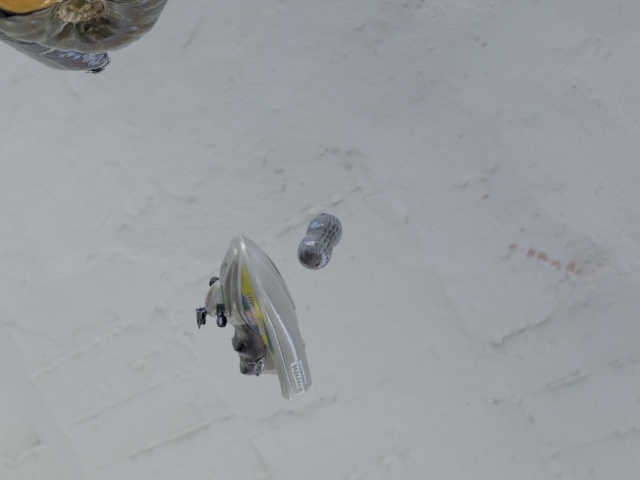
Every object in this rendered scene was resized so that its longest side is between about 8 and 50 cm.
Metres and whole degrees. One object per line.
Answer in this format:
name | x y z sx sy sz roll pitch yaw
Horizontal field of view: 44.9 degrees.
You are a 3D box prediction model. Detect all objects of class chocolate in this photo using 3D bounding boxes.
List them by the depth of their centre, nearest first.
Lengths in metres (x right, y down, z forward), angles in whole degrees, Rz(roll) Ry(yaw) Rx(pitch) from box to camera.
chocolate | 0.000 0.000 1.512 0.072 0.167 0.072 6 -61 11

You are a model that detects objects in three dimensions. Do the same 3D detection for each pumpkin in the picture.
pumpkin | -0.385 -0.426 1.229 0.325 0.232 0.242 -6 -94 -7

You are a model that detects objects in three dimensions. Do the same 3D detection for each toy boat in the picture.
toy boat | -0.096 0.112 1.115 0.141 0.140 0.269 -6 -45 28

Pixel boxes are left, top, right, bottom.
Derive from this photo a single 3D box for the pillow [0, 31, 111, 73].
pillow | -0.555 -0.409 1.556 0.162 0.335 0.092 15 -93 16
